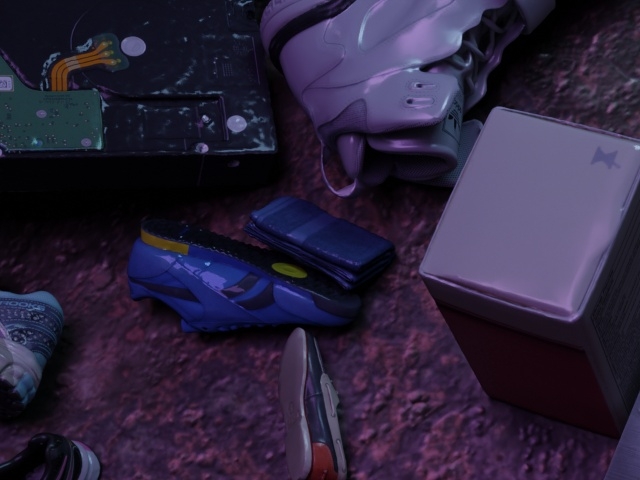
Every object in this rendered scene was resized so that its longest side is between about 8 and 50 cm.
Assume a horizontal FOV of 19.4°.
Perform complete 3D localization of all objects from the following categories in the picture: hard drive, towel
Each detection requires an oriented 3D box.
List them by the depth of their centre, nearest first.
[{"bbox_3d":[0.000,0.000,1.587,0.119,0.029,0.067,25,34,28],"label":"towel"},{"bbox_3d":[-0.219,-0.154,1.658,0.339,0.064,0.237,-2,59,-13],"label":"hard drive"}]

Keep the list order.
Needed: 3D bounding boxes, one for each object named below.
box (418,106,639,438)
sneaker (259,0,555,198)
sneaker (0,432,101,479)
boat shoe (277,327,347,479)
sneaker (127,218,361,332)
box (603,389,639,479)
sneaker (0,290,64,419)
[{"bbox_3d":[0.180,0.028,1.399,0.127,0.232,0.148,17,69,25],"label":"box"},{"bbox_3d":[0.135,-0.173,1.585,0.366,0.137,0.210,-23,58,13],"label":"sneaker"},{"bbox_3d":[-0.267,0.225,1.546,0.072,0.077,0.178,31,77,31],"label":"sneaker"},{"bbox_3d":[-0.005,0.135,1.523,0.043,0.049,0.137,9,55,-23],"label":"boat shoe"},{"bbox_3d":[-0.067,0.048,1.587,0.209,0.069,0.082,17,105,16],"label":"sneaker"},{"bbox_3d":[0.303,0.192,1.373,0.183,0.056,0.231,17,70,26],"label":"box"},{"bbox_3d":[-0.350,0.070,1.661,0.283,0.110,0.122,15,52,23],"label":"sneaker"}]
